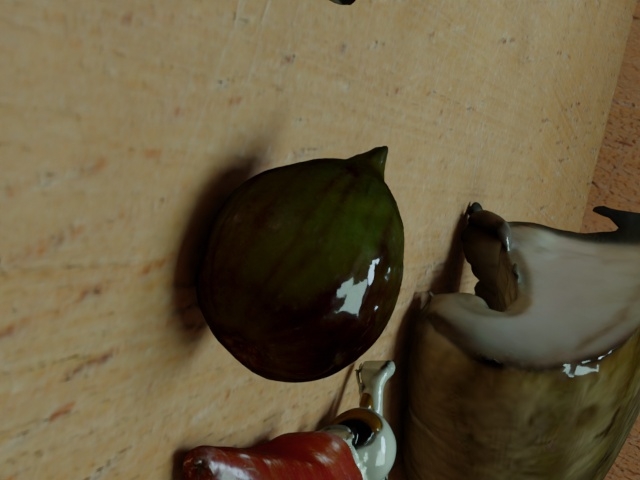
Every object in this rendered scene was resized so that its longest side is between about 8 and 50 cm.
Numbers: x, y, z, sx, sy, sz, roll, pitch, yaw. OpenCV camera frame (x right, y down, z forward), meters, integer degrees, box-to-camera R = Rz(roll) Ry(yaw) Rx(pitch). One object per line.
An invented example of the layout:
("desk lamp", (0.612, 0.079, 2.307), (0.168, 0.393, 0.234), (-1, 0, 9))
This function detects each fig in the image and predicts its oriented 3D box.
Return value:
("fig", (0.000, 0.000, 0.774), (0.154, 0.103, 0.109), (-58, -179, -28))

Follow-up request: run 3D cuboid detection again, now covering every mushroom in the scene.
("mushroom", (0.200, 0.195, 1.480), (0.313, 0.224, 0.397), (-57, 157, -57))

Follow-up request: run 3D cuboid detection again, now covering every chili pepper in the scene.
("chili pepper", (-0.024, 0.150, 0.915), (0.063, 0.071, 0.272), (-38, 164, 11))

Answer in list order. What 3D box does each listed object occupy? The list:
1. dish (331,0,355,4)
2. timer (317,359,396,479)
("dish", (-0.008, -0.228, 0.559), (0.243, 0.080, 0.182), (71, 37, -65))
("timer", (0.043, 0.237, 1.143), (0.175, 0.175, 0.266), (-43, 129, -64))
